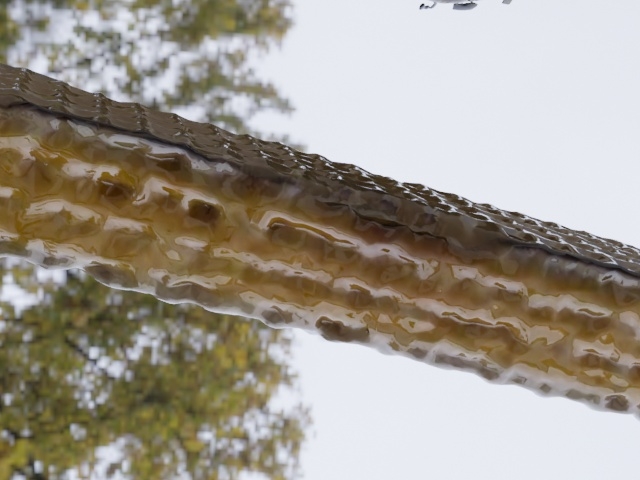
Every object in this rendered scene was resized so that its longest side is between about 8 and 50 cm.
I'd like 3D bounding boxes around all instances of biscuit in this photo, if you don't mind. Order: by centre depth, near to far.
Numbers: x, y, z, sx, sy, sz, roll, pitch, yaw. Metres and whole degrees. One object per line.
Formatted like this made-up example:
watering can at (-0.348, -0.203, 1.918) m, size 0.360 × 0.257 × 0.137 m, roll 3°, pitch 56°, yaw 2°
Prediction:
biscuit at (0.000, 0.000, 0.514) m, size 0.379 × 0.054 × 0.094 m, roll 15°, pitch -170°, yaw -12°

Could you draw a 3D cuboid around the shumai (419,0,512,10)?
shumai at (0.093, -0.176, 0.643) m, size 0.146 × 0.145 × 0.116 m, roll -24°, pitch -164°, yaw -41°
